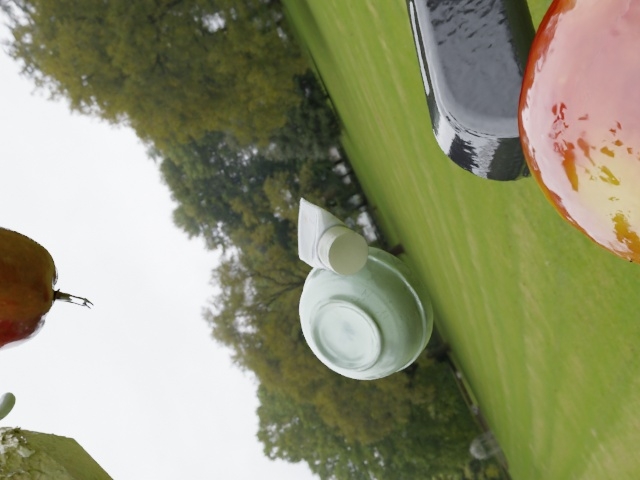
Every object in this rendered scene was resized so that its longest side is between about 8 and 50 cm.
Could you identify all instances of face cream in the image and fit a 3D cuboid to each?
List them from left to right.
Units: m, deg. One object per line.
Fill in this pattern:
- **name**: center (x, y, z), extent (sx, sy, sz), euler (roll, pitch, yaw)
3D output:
- **face cream**: center (0.000, 0.000, 1.058), extent (0.224, 0.070, 0.114), euler (-152, 62, -64)

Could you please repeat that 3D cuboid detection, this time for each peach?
- **peach**: center (0.271, -0.114, 0.430), extent (0.238, 0.280, 0.281), euler (-108, -6, -49)

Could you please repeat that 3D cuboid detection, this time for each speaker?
- **speaker**: center (0.158, -0.266, 0.815), extent (0.180, 0.184, 0.389), euler (56, -158, -72)

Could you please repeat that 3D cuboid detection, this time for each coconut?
- **coconut**: center (-0.460, 0.469, 0.993), extent (0.309, 0.297, 0.297), euler (43, 179, 8)

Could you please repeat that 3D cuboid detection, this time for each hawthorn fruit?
- **hawthorn fruit**: center (-0.503, 0.075, 0.991), extent (0.298, 0.211, 0.211), euler (10, -140, -34)

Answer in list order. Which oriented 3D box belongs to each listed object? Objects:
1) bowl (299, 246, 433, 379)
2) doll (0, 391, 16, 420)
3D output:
- **bowl**: center (0.081, 0.175, 1.389), extent (0.163, 0.307, 0.307), euler (-36, -77, -57)
- **doll**: center (-0.820, 0.503, 1.475), extent (0.242, 0.160, 0.311), euler (42, -140, 2)
